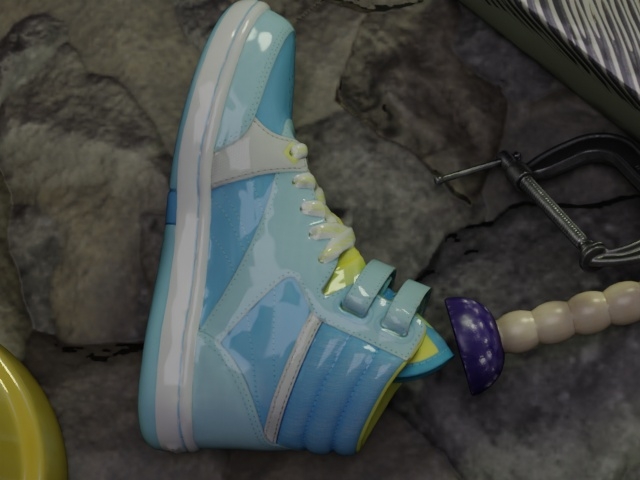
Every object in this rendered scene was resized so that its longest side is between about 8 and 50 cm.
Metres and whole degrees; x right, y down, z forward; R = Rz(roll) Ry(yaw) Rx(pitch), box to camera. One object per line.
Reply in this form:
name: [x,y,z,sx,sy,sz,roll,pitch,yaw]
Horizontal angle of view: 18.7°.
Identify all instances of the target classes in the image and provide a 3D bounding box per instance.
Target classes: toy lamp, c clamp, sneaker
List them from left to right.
sneaker: [0.000,0.000,1.341,0.208,0.127,0.319,8,88,9]
c clamp: [0.179,-0.025,1.349,0.137,0.022,0.161,-25,42,-18]
toy lamp: [0.227,0.041,1.335,0.274,0.080,0.080,-16,76,4]

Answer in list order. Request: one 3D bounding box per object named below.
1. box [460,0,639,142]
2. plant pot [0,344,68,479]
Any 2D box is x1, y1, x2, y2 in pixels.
box: [0.220,-0.151,1.369,0.275,0.094,0.113,39,82,12]
plant pot: [-0.313,0.151,1.273,0.254,0.239,0.254,-1,77,5]
